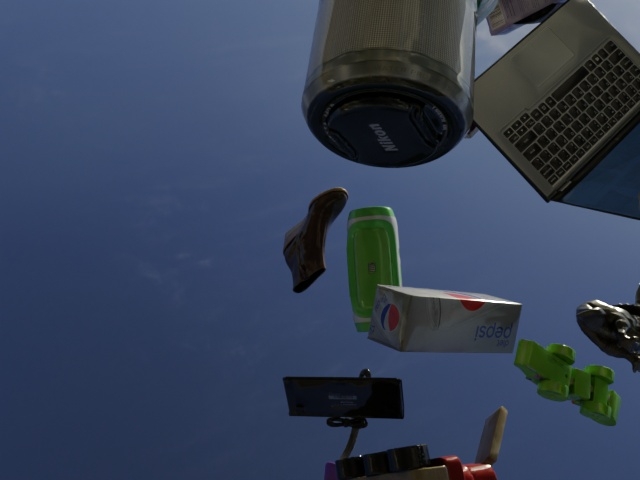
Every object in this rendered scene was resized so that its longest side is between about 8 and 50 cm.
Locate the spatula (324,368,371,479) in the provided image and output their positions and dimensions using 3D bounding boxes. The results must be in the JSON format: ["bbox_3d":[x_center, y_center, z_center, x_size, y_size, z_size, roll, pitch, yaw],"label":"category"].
[{"bbox_3d":[0.063,0.415,1.296,0.084,0.030,0.296,8,-101,41],"label":"spatula"}]

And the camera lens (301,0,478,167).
[{"bbox_3d":[0.097,-0.252,0.831,0.219,0.219,0.274,8,-113,1],"label":"camera lens"}]

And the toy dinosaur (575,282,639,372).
[{"bbox_3d":[0.536,0.163,1.126,0.313,0.121,0.160,5,-157,-28],"label":"toy dinosaur"}]

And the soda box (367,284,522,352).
[{"bbox_3d":[0.223,0.139,1.083,0.286,0.098,0.091,8,-177,-35],"label":"soda box"}]

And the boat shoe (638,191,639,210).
[{"bbox_3d":[0.454,-0.067,0.684,0.190,0.072,0.068,-26,-140,25],"label":"boat shoe"}]

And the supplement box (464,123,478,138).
[{"bbox_3d":[0.263,-0.344,1.364,0.073,0.239,0.130,-46,-145,-23],"label":"supplement box"}]

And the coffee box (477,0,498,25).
[{"bbox_3d":[0.280,-0.436,1.038,0.040,0.184,0.113,40,-111,11],"label":"coffee box"}]

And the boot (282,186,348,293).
[{"bbox_3d":[0.000,0.000,1.620,0.090,0.248,0.207,27,-147,-35],"label":"boot"}]

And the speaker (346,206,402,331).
[{"bbox_3d":[0.133,0.072,1.512,0.131,0.131,0.296,-3,-99,-7],"label":"speaker"}]

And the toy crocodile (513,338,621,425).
[{"bbox_3d":[0.561,0.322,1.398,0.340,0.105,0.115,28,-117,-20],"label":"toy crocodile"}]

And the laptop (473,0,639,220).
[{"bbox_3d":[0.532,-0.254,1.078,0.382,0.236,0.408,-41,-94,-17],"label":"laptop"}]

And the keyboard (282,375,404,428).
[{"bbox_3d":[0.037,0.246,0.946,0.180,0.108,0.023,-1,-151,12],"label":"keyboard"}]

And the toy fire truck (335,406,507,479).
[{"bbox_3d":[0.170,0.345,0.922,0.246,0.217,0.158,4,-115,-29],"label":"toy fire truck"}]

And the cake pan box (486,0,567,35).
[{"bbox_3d":[0.465,-0.629,1.401,0.070,0.246,0.267,-18,-90,-35],"label":"cake pan box"}]
